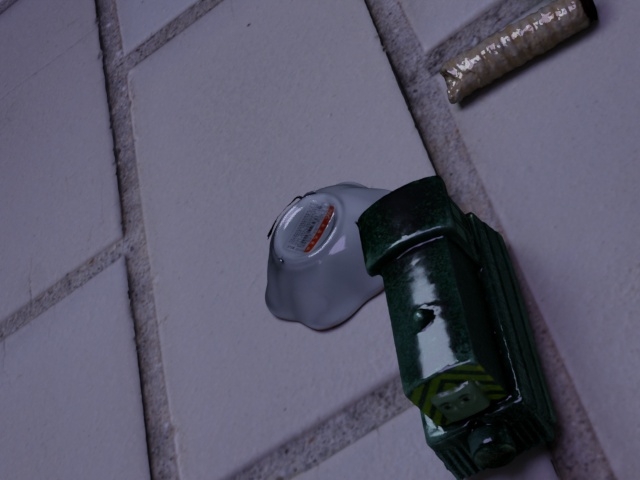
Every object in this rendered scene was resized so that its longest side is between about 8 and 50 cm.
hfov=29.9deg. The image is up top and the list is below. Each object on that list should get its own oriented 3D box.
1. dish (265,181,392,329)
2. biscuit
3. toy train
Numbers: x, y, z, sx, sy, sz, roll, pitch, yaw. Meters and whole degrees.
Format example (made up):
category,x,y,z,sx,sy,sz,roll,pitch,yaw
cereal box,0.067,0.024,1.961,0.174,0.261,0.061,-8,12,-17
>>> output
category,x,y,z,sx,sy,sz,roll,pitch,yaw
dish,0.000,0.000,1.544,0.229,0.081,0.229,-23,45,25
biscuit,0.253,-0.251,1.550,0.219,0.055,0.061,-28,54,21
toy train,0.135,0.084,1.283,0.138,0.178,0.330,-29,42,19
